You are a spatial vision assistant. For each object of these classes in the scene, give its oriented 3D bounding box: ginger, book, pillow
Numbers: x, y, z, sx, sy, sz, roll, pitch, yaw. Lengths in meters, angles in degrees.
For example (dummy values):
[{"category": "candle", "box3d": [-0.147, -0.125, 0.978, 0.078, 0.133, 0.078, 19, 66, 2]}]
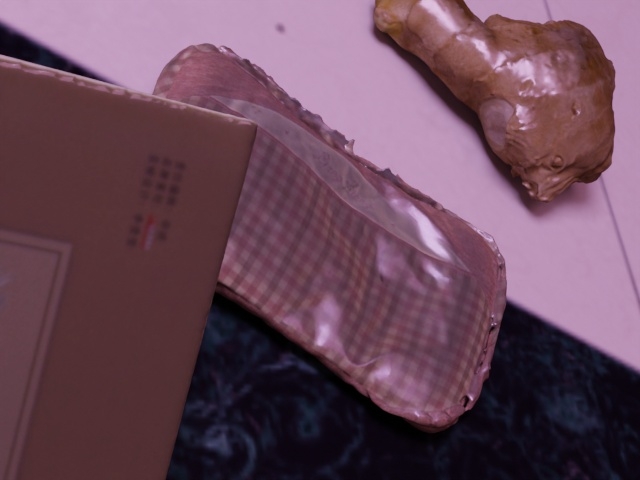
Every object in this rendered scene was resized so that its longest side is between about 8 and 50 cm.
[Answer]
[{"category": "ginger", "box3d": [0.109, -0.102, 0.768, 0.096, 0.067, 0.165, -42, 90, -20]}, {"category": "book", "box3d": [-0.186, 0.029, 0.443, 0.310, 0.021, 0.217, 13, 94, -27]}, {"category": "pillow", "box3d": [0.001, -0.002, 0.661, 0.211, 0.034, 0.135, 32, 48, -16]}]
